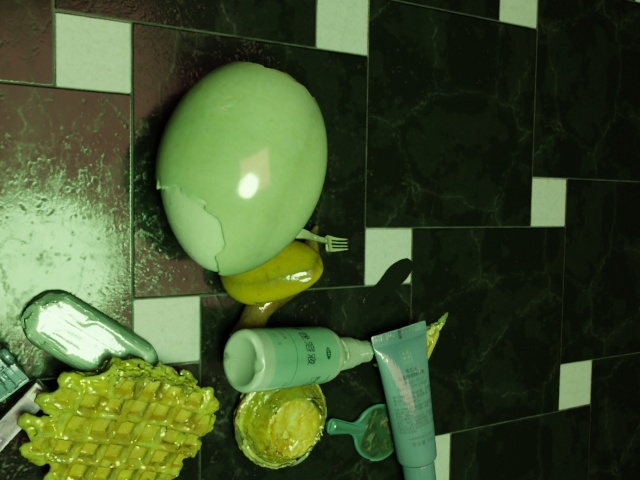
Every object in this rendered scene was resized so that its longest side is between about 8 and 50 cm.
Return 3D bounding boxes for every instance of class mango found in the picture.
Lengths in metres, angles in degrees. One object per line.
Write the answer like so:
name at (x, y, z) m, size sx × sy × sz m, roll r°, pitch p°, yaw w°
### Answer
mango at (-0.088, 0.056, 1.144) m, size 0.098 × 0.195 × 0.137 m, roll 74°, pitch 24°, yaw -44°

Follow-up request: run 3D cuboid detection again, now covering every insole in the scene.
insole at (0.149, 0.094, 1.365) m, size 0.153 × 0.002 × 0.053 m, roll -46°, pitch 112°, yaw -18°

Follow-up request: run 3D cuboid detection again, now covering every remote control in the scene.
remote control at (-0.384, 0.176, 1.061) m, size 0.247 × 0.052 × 0.104 m, roll 38°, pitch 75°, yaw -22°

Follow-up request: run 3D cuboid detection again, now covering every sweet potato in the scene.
sweet potato at (-0.073, 0.093, 1.215) m, size 0.067 × 0.059 × 0.281 m, roll 36°, pitch 67°, yaw 15°

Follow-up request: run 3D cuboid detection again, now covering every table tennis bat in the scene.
table tennis bat at (0.095, 0.408, 1.343) m, size 0.201 × 0.033 × 0.124 m, roll 18°, pitch 83°, yaw -33°

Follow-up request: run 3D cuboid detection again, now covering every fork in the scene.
fork at (-0.006, 0.000, 1.212) m, size 0.219 × 0.028 × 0.034 m, roll 11°, pitch 79°, yaw -61°

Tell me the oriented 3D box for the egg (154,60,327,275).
egg at (-0.136, -0.110, 1.044) m, size 0.278 × 0.278 × 0.336 m, roll 25°, pitch 75°, yaw -27°

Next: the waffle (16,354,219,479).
waffle at (-0.329, 0.314, 1.053) m, size 0.307 × 0.060 × 0.312 m, roll -34°, pitch 128°, yaw -14°

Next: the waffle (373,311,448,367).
waffle at (0.206, 0.217, 1.392) m, size 0.125 × 0.032 × 0.191 m, roll 33°, pitch 76°, yaw -24°

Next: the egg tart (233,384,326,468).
egg tart at (-0.067, 0.354, 1.223) m, size 0.212 × 0.090 × 0.213 m, roll -4°, pitch 99°, yaw -28°

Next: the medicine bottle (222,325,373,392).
medicine bottle at (-0.019, 0.219, 1.193) m, size 0.352 × 0.110 × 0.110 m, roll 7°, pitch 90°, yaw -48°

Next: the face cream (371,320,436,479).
face cream at (0.194, 0.372, 1.341) m, size 0.135 × 0.086 × 0.385 m, roll -13°, pitch 99°, yaw -24°

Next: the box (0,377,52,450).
box at (-0.488, 0.282, 1.011) m, size 0.036 × 0.050 × 0.117 m, roll 45°, pitch 74°, yaw -15°

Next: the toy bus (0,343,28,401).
toy bus at (-0.533, 0.158, 0.965) m, size 0.064 × 0.075 × 0.190 m, roll -39°, pitch 111°, yaw -19°
